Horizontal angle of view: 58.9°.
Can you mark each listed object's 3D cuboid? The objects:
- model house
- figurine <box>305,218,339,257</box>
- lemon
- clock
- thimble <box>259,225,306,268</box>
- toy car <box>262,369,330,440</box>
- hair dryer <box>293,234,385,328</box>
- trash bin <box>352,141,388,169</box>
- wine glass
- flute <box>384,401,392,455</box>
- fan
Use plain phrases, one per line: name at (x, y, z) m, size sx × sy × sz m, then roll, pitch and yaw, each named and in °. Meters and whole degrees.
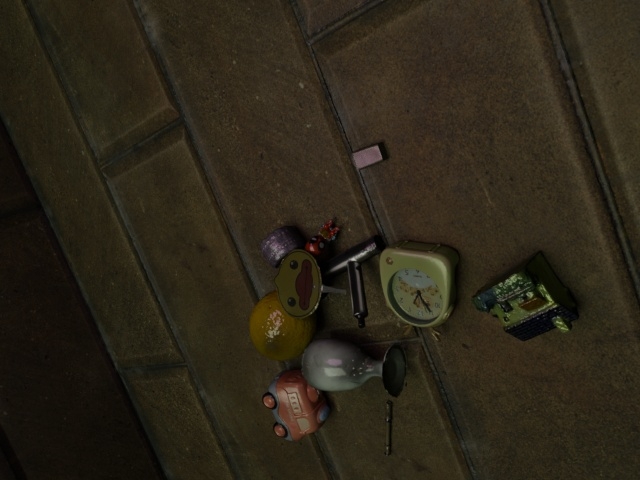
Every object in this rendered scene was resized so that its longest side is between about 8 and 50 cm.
model house at (0.545, 0.177, 1.507) m, size 0.194 × 0.170 × 0.211 m, roll -39°, pitch 84°, yaw 39°
figurine at (0.000, 0.000, 1.874) m, size 0.068 × 0.140 × 0.075 m, roll 43°, pitch 170°, yaw 10°
lemon at (-0.134, 0.303, 2.038) m, size 0.267 × 0.267 × 0.267 m, roll 16°, pitch 118°, yaw 32°
clock at (0.305, 0.160, 1.732) m, size 0.235 × 0.096 × 0.308 m, roll 8°, pitch 114°, yaw 34°
thimble at (-0.133, 0.021, 1.979) m, size 0.098 × 0.150 × 0.150 m, roll 54°, pitch 132°, yaw 13°
toy car at (-0.075, 0.631, 2.190) m, size 0.212 × 0.180 × 0.270 m, roll -13°, pitch 100°, yaw 31°
hair dryer at (0.051, 0.141, 1.813) m, size 0.320 × 0.284 × 0.156 m, roll -24°, pitch 127°, yaw 39°
trash bin at (0.151, -0.255, 1.708) m, size 0.092 × 0.043 × 0.061 m, roll -14°, pitch 100°, yaw 37°
wine glass at (0.111, 0.426, 1.928) m, size 0.357 × 0.190 × 0.190 m, roll -5°, pitch 106°, yaw 36°
flute at (0.244, 0.681, 2.054) m, size 0.027 × 0.027 × 0.233 m, roll 13°, pitch 117°, yaw 33°
fan at (-0.042, 0.144, 1.833) m, size 0.335 × 0.011 × 0.229 m, roll 4°, pitch 92°, yaw 43°
